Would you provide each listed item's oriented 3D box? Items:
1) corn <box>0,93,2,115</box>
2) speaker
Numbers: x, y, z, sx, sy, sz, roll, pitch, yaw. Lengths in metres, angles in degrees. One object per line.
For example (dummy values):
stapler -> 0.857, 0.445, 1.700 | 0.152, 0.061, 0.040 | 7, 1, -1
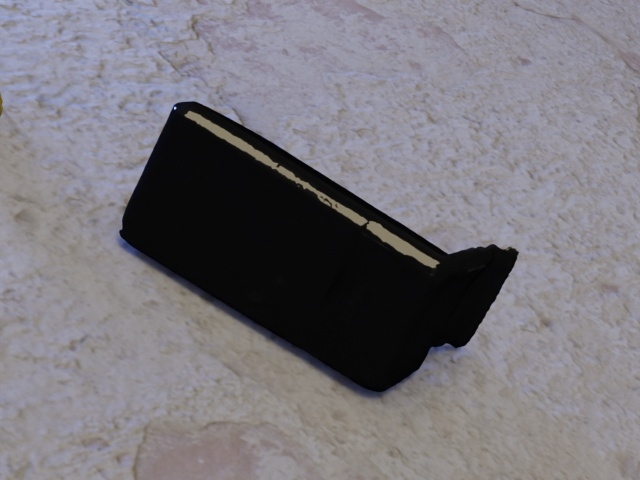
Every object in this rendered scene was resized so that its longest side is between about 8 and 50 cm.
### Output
corn -> -0.428, -0.205, 1.736 | 0.081, 0.081, 0.248 | -2, 41, -37
speaker -> 0.000, 0.000, 1.666 | 0.388, 0.180, 0.184 | 32, 26, 7
